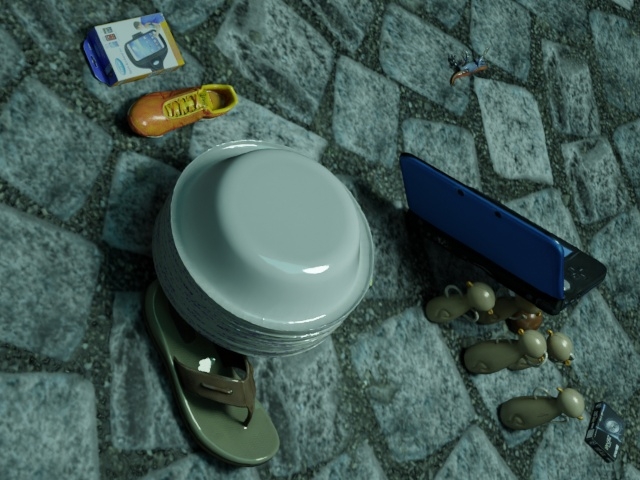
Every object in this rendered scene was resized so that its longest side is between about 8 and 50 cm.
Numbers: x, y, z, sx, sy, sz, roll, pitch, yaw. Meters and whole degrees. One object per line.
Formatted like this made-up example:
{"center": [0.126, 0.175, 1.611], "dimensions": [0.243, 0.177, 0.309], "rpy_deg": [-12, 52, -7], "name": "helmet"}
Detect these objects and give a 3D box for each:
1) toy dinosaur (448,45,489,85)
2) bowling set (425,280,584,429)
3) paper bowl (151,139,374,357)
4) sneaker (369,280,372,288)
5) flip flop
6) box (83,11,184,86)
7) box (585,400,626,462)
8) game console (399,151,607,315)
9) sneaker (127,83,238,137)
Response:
{"center": [0.262, -0.307, 2.078], "dimensions": [0.082, 0.047, 0.090], "rpy_deg": [19, 95, -44], "name": "toy dinosaur"}
{"center": [0.322, 0.137, 1.862], "dimensions": [0.287, 0.154, 0.200], "rpy_deg": [52, 48, -13], "name": "bowling set"}
{"center": [-0.064, -0.004, 1.515], "dimensions": [0.284, 0.148, 0.284], "rpy_deg": [12, 57, -19], "name": "paper bowl"}
{"center": [0.000, 0.000, 1.691], "dimensions": [0.208, 0.081, 0.094], "rpy_deg": [37, 51, -23], "name": "sneaker"}
{"center": [-0.135, 0.165, 1.510], "dimensions": [0.112, 0.080, 0.277], "rpy_deg": [-25, 90, -43], "name": "flip flop"}
{"center": [-0.257, -0.261, 1.608], "dimensions": [0.136, 0.028, 0.081], "rpy_deg": [-25, 90, -45], "name": "box"}
{"center": [0.491, 0.329, 2.025], "dimensions": [0.067, 0.018, 0.083], "rpy_deg": [44, 50, -19], "name": "box"}
{"center": [0.284, -0.036, 1.790], "dimensions": [0.293, 0.173, 0.250], "rpy_deg": [34, 39, 27], "name": "game console"}
{"center": [-0.190, -0.187, 1.610], "dimensions": [0.175, 0.067, 0.064], "rpy_deg": [-25, 92, -42], "name": "sneaker"}
